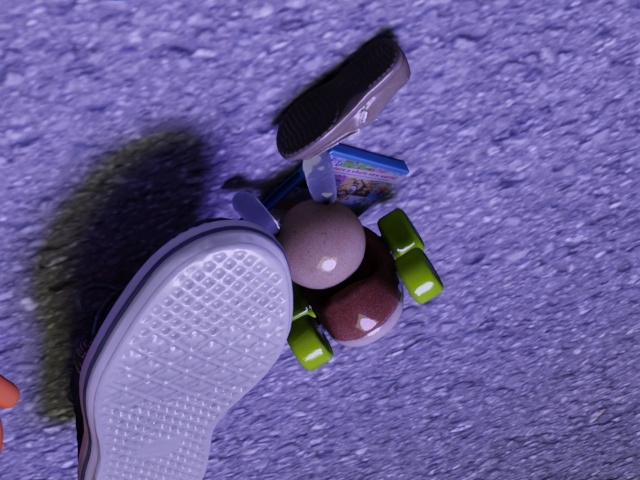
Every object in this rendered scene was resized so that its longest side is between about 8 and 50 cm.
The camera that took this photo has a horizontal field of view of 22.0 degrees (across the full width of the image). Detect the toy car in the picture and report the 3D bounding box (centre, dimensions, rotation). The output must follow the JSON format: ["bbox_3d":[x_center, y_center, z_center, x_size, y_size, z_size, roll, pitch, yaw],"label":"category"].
[{"bbox_3d":[0.000,0.000,1.576,0.155,0.149,0.188,-32,122,7],"label":"toy car"}]

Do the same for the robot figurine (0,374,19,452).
[{"bbox_3d":[-0.383,0.175,1.573,0.158,0.128,0.219,-60,157,-17],"label":"robot figurine"}]

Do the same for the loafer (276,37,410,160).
[{"bbox_3d":[0.024,-0.117,1.457,0.148,0.056,0.050,-37,143,22],"label":"loafer"}]

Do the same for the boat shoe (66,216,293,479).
[{"bbox_3d":[-0.155,0.105,1.590,0.186,0.156,0.500,-6,152,-19],"label":"boat shoe"}]

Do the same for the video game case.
[{"bbox_3d":[-0.007,-0.032,1.621,0.119,0.015,0.166,12,135,-47],"label":"video game case"}]
